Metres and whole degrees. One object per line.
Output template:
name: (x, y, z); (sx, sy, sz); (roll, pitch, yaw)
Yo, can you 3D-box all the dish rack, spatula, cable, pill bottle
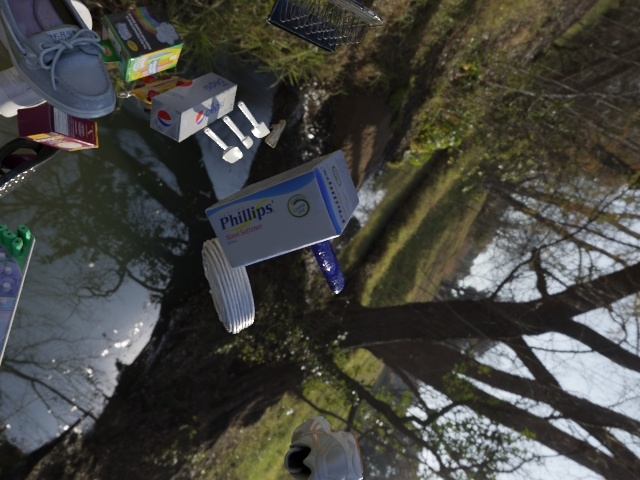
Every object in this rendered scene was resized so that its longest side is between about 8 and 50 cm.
dish rack: (0.011, -0.534, 1.032); (0.208, 0.271, 0.074); (9, 103, -32)
spatula: (-0.251, -0.322, 1.295); (0.168, 0.019, 0.242); (-35, 168, 3)
cable: (-0.244, 0.117, 1.134); (0.089, 0.257, 0.257); (-16, 143, -19)
pill bottle: (-1.025, -0.482, 1.403); (0.229, 0.131, 0.131); (-39, 160, -26)

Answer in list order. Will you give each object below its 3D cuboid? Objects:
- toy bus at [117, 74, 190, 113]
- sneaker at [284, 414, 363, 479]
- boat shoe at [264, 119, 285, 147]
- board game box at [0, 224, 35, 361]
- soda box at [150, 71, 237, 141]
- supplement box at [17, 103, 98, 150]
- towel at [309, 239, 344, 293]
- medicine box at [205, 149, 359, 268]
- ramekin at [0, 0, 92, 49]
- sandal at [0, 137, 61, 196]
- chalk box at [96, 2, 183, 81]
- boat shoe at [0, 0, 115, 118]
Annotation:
toy bus: (-0.504, -0.450, 1.365); (0.191, 0.202, 0.105); (-92, 178, -51)
sneaker: (-0.025, 0.410, 0.841); (0.262, 0.120, 0.099); (145, -59, -62)
boat shoe: (-0.158, -0.382, 1.493); (0.050, 0.045, 0.135); (-49, -161, 46)
board game box: (-0.800, 0.099, 0.797); (0.050, 0.389, 0.390); (-58, -145, 41)
soda box: (-0.358, -0.392, 1.232); (0.286, 0.098, 0.091); (-56, 171, -49)
supplement box: (-0.751, -0.321, 1.235); (0.188, 0.104, 0.081); (-1, 86, -80)
towel: (0.000, 0.000, 1.329); (0.076, 0.228, 0.308); (-25, 142, -2)
medicine box: (-0.071, -0.081, 0.999); (0.263, 0.149, 0.289); (-18, -166, 19)
ramekin: (-0.852, -0.662, 1.301); (0.273, 0.127, 0.273); (-44, -176, 4)
sandal: (-0.924, -0.272, 1.358); (0.167, 0.107, 0.446); (-33, -152, 24)
chalk box: (-0.708, -0.743, 1.630); (0.288, 0.180, 0.179); (-33, -174, -29)
boat shoe: (-0.423, -0.336, 0.654); (0.118, 0.321, 0.103); (-28, 177, -36)
